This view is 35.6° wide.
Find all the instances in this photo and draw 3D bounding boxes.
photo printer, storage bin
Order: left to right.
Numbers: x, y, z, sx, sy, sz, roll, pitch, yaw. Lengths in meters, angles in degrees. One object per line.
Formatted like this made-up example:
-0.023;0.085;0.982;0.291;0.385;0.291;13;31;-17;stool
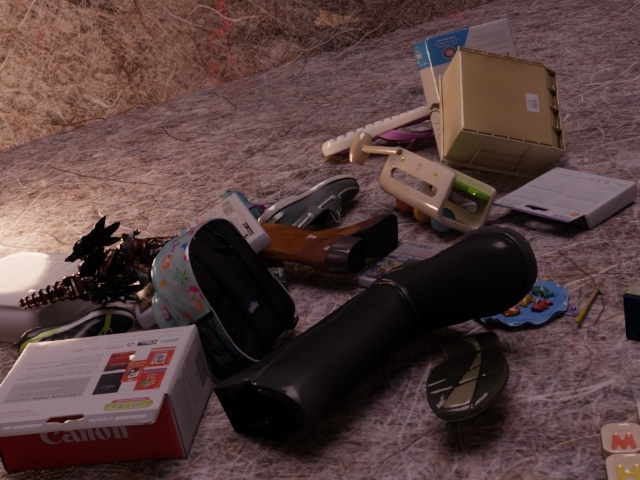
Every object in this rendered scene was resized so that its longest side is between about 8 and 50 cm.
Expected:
-0.628;0.116;2.112;0.307;0.107;0.256;1;26;28;photo printer
0.421;-0.298;2.327;0.260;0.123;0.262;10;56;-10;storage bin

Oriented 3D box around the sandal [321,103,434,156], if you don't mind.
0.209;-0.287;2.684;0.416;0.102;0.169;-18;6;16;sandal

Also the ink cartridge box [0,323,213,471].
-0.360;0.272;1.604;0.309;0.130;0.272;-7;25;11;ink cartridge box

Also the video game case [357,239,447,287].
0.206;0.058;1.974;0.201;0.023;0.183;10;31;39;video game case

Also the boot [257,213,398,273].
0.000;0.000;2.096;0.280;0.096;0.264;6;28;32;boot

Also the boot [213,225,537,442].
0.091;0.148;1.574;0.445;0.146;0.367;-27;-1;-39;boot

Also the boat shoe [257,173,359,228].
-0.008;-0.062;2.297;0.319;0.116;0.099;-25;69;-44;boat shoe

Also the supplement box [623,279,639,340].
0.539;0.111;1.620;0.056;0.083;0.083;13;34;43;supplement box

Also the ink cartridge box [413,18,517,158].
0.385;-0.376;2.508;0.223;0.307;0.129;-16;7;-10;ink cartridge box

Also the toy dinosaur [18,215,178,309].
-0.416;0.071;1.948;0.322;0.164;0.218;-43;2;-14;toy dinosaur

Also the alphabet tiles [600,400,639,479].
0.521;0.281;1.318;0.284;0.021;0.278;-5;24;13;alphabet tiles

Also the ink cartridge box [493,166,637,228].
0.517;-0.083;2.124;0.224;0.045;0.223;-26;27;-29;ink cartridge box

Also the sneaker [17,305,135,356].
-0.460;0.205;1.906;0.234;0.084;0.097;-18;53;-18;sneaker

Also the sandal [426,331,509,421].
0.239;0.216;1.531;0.120;0.086;0.303;-11;8;16;sandal

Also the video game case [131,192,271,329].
-0.262;0.034;2.063;0.300;0.036;0.329;-35;22;-3;video game case

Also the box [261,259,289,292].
-0.184;0.094;2.039;0.233;0.044;0.159;-12;23;-1;box

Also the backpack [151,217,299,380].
-0.187;0.096;1.778;0.191;0.253;0.225;-22;17;30;backpack

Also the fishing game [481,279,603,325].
0.353;0.101;1.788;0.264;0.041;0.189;6;26;35;fishing game

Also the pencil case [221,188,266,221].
-0.186;-0.077;2.407;0.070;0.064;0.151;-43;31;-8;pencil case

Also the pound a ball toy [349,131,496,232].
0.204;-0.121;2.199;0.208;0.136;0.319;18;9;-30;pound a ball toy
